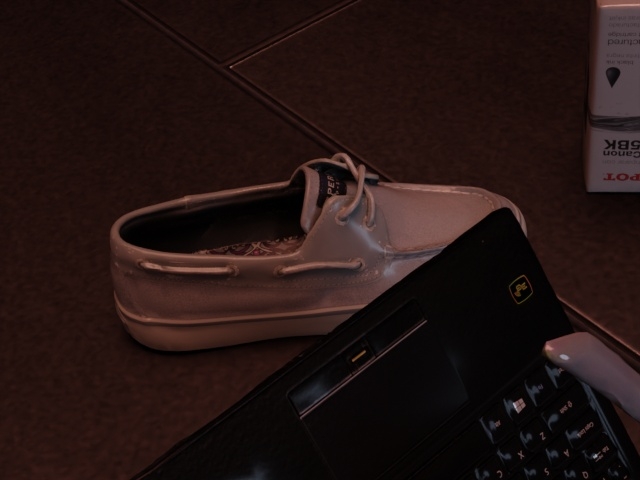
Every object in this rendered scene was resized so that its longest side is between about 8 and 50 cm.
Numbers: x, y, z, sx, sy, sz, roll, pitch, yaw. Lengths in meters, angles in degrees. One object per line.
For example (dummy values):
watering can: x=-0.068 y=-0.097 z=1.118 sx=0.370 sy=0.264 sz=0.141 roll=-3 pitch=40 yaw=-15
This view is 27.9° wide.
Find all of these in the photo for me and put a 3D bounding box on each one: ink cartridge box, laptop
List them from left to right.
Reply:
laptop: x=0.085 y=0.151 z=0.465 sx=0.234 sy=0.264 sz=0.136 roll=-35 pitch=12 yaw=-28
ink cartridge box: x=0.198 y=-0.091 z=0.717 sx=0.099 sy=0.135 sz=0.056 roll=0 pitch=46 yaw=9

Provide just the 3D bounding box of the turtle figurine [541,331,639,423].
turtle figurine: x=0.205 y=0.158 z=0.353 sx=0.266 sy=0.275 sz=0.198 roll=-10 pitch=18 yaw=-38

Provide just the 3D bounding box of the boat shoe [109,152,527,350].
boat shoe: x=-0.001 y=-0.001 z=0.684 sx=0.227 sy=0.081 sz=0.079 roll=-11 pitch=42 yaw=-3
